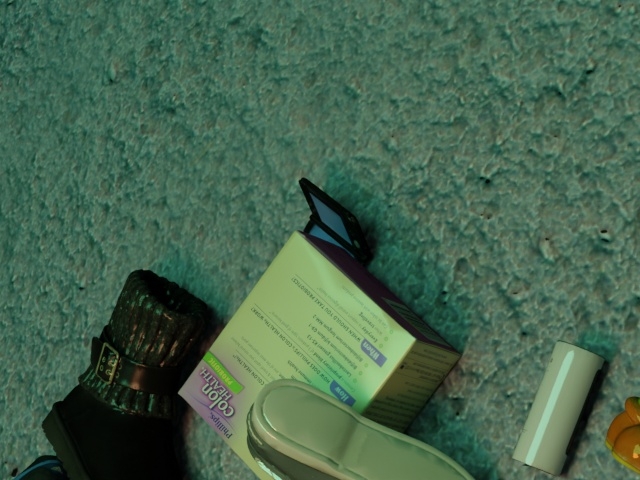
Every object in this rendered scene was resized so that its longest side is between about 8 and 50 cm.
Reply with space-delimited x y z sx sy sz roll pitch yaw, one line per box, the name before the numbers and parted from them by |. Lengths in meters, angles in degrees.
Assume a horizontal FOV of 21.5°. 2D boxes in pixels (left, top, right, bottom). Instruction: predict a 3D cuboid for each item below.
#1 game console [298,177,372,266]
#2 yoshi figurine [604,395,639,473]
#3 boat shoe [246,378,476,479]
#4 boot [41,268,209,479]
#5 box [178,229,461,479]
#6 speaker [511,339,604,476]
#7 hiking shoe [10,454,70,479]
game console | 0.000 0.000 2.066 0.071 0.107 0.122 -37 44 -14
yoshi figurine | 0.433 0.090 1.557 0.203 0.203 0.362 34 93 30
boat shoe | 0.058 0.267 1.794 0.116 0.319 0.099 -54 -4 -38
boot | -0.207 0.209 2.112 0.260 0.131 0.348 -55 44 8
box | -0.003 0.153 1.933 0.213 0.117 0.243 41 100 32
speaker | 0.248 0.177 1.766 0.055 0.055 0.136 17 82 45
hiking shoe | -0.417 0.411 2.253 0.304 0.113 0.132 -46 16 25
